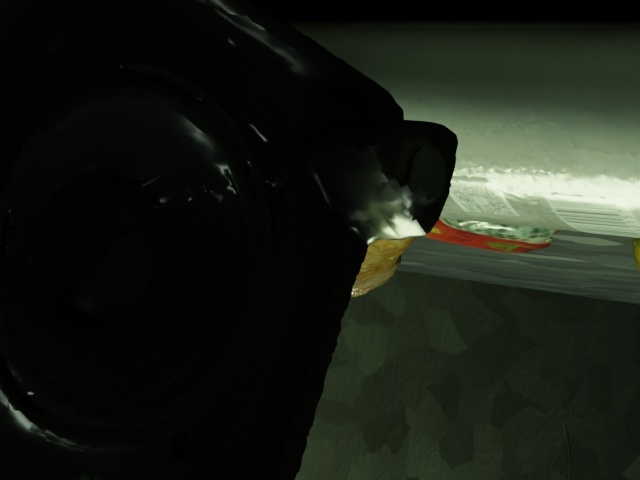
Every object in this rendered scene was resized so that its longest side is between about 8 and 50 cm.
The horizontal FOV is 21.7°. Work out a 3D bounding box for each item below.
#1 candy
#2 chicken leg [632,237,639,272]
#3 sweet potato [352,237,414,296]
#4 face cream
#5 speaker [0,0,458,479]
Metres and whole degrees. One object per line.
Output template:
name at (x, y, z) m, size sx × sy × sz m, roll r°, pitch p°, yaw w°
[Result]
candy at (0.098, -0.027, 0.954) m, size 0.086 × 0.059 × 0.292 m, roll 10°, pitch 176°, yaw 0°
chicken leg at (0.304, 0.006, 1.141) m, size 0.178 × 0.070 × 0.093 m, roll -5°, pitch 178°, yaw 26°
sweet potato at (0.002, 0.001, 1.417) m, size 0.114 × 0.092 × 0.341 m, roll 28°, pitch 165°, yaw -31°
face cream at (0.037, -0.044, 0.620) m, size 0.269 × 0.073 × 0.107 m, roll 5°, pitch 165°, yaw 36°
speaker at (-0.123, 0.020, 0.524) m, size 0.254 × 0.232 × 0.184 m, roll 3°, pitch 162°, yaw 44°
